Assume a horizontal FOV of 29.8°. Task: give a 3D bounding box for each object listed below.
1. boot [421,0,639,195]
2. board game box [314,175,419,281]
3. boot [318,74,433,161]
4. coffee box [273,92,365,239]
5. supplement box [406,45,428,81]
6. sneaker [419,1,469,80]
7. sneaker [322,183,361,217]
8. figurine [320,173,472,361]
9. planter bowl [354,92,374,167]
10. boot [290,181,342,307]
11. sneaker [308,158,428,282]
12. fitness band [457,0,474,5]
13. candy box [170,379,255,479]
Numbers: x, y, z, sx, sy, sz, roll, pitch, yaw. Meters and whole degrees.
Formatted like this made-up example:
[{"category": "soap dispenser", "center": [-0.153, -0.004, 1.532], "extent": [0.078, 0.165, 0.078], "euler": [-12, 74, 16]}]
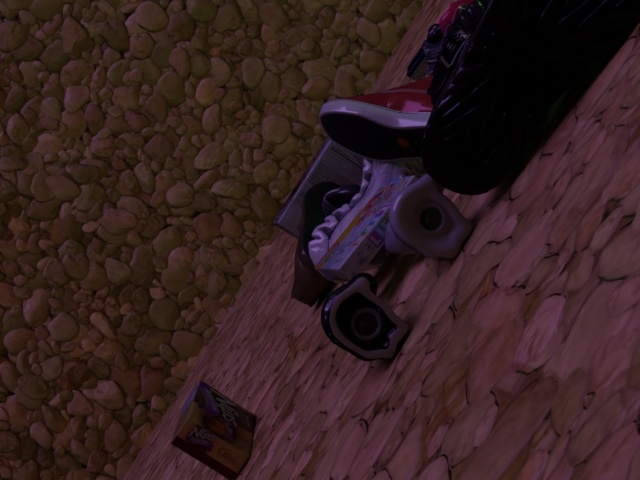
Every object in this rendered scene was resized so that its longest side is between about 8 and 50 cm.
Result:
[{"category": "boot", "center": [0.223, -0.227, 1.305], "extent": [0.348, 0.131, 0.260], "euler": [-52, 5, 25]}, {"category": "board game box", "center": [0.063, -0.015, 1.521], "extent": [0.154, 0.026, 0.103], "euler": [-51, 13, -12]}, {"category": "boot", "center": [0.130, -0.196, 1.642], "extent": [0.244, 0.088, 0.176], "euler": [8, 52, 33]}, {"category": "coffee box", "center": [0.036, -0.128, 2.347], "extent": [0.297, 0.119, 0.168], "euler": [-58, 5, -3]}, {"category": "supplement box", "center": [0.198, -0.290, 2.055], "extent": [0.056, 0.083, 0.083], "euler": [-55, 6, 21]}, {"category": "sneaker", "center": [0.201, -0.282, 1.865], "extent": [0.121, 0.112, 0.299], "euler": [-60, 6, -23]}, {"category": "sneaker", "center": [0.071, -0.070, 1.828], "extent": [0.132, 0.086, 0.229], "euler": [-53, -8, -15]}, {"category": "figurine", "center": [0.077, 0.034, 1.373], "extent": [0.215, 0.092, 0.209], "euler": [-57, 2, -6]}, {"category": "planter bowl", "center": [0.111, -0.200, 2.171], "extent": [0.162, 0.109, 0.162], "euler": [-55, 6, 9]}, {"category": "boot", "center": [0.000, 0.000, 2.095], "extent": [0.305, 0.112, 0.115], "euler": [-70, 4, -57]}, {"category": "sneaker", "center": [0.103, -0.066, 1.664], "extent": [0.118, 0.110, 0.292], "euler": [-10, 45, 58]}, {"category": "fitness band", "center": [0.360, -0.572, 2.375], "extent": [0.209, 0.054, 0.291], "euler": [-60, 6, -27]}, {"category": "candy box", "center": [-0.159, 0.285, 1.817], "extent": [0.053, 0.109, 0.187], "euler": [-56, 5, 10]}]
